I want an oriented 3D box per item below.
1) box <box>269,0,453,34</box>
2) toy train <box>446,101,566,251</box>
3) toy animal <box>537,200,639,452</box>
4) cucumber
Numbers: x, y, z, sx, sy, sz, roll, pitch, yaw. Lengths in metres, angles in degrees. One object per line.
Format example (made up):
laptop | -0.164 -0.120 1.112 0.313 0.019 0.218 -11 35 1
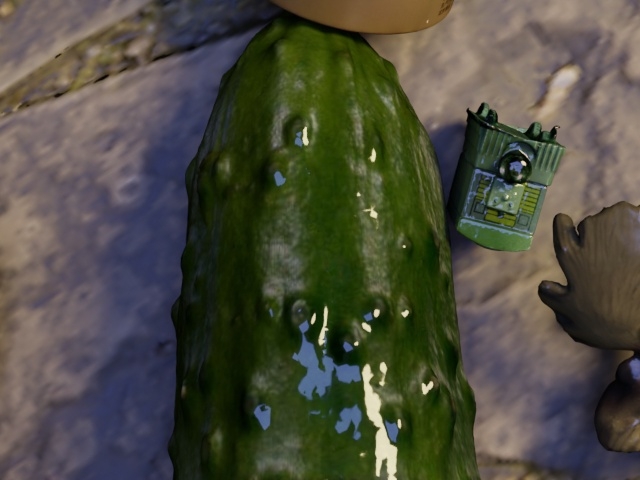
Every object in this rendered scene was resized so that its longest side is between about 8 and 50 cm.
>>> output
box | 0.013 -0.131 0.619 0.105 0.105 0.037 17 126 0
toy train | 0.077 -0.028 0.616 0.038 0.093 0.056 16 99 -1
toy animal | 0.196 0.066 0.613 0.214 0.094 0.186 -1 78 -17
cucumber | 0.000 -0.001 0.603 0.134 0.134 0.244 -1 73 -2
